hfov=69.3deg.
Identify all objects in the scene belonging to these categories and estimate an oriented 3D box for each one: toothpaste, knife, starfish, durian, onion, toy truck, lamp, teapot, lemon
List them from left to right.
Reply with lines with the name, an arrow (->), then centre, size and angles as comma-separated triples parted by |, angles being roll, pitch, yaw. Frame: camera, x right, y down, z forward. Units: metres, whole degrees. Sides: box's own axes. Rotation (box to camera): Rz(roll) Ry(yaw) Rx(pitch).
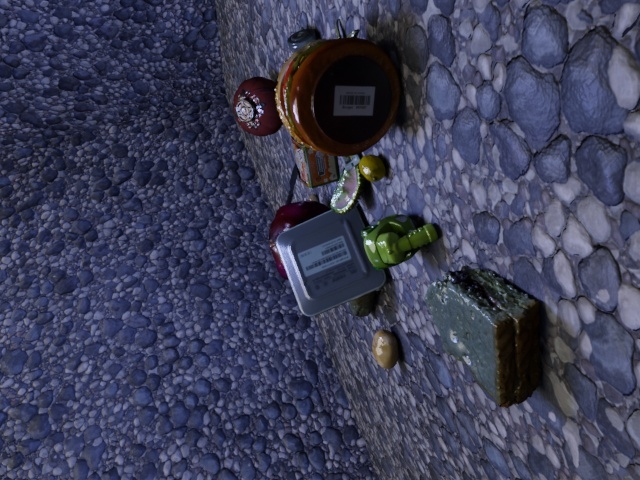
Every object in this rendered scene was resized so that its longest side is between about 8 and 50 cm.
lamp -> -0.316, -0.695, 2.412 | 0.303, 0.257, 0.303 | 14, 119, 28
knife -> -0.130, -0.252, 2.107 | 0.245, 0.019, 0.072 | 113, 150, -53
teapot -> -0.067, -0.733, 1.751 | 0.149, 0.111, 0.108 | 48, 167, 46
onion -> 0.000, 0.000, 2.095 | 0.420, 0.398, 0.398 | -5, 108, 30
starfish -> 0.072, -0.609, 1.494 | 0.223, 0.050, 0.217 | -2, 100, 63
toothpaste -> 0.085, -0.372, 1.728 | 0.037, 0.067, 0.255 | 27, -141, -53
durian -> 0.120, -0.199, 1.736 | 0.137, 0.095, 0.220 | 31, 118, 38
lemon -> 0.169, -0.241, 1.527 | 0.082, 0.082, 0.110 | 89, 158, -51
toy truck -> 0.229, 0.005, 1.388 | 0.148, 0.187, 0.210 | 69, 167, -11

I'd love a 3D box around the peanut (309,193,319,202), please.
peanut -> -0.028, -0.186, 2.408 | 0.054, 0.054, 0.113 | -170, 63, -74

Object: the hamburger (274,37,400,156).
hamburger -> 0.040, -0.409, 1.319 | 0.250, 0.330, 0.330 | -129, 24, -60

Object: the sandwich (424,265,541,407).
sandwich -> 0.390, 0.209, 1.155 | 0.325, 0.131, 0.262 | -132, 26, -61

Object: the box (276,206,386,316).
box -> 0.040, 0.080, 1.854 | 0.373, 0.367, 0.090 | 68, -169, 15

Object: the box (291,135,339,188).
box -> -0.026, -0.354, 1.985 | 0.177, 0.148, 0.195 | -127, 23, -55

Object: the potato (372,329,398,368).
potato -> 0.274, 0.457, 1.956 | 0.118, 0.109, 0.178 | -86, -10, -66

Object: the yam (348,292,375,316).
yam -> 0.182, 0.238, 2.017 | 0.330, 0.133, 0.133 | 83, 162, -54
